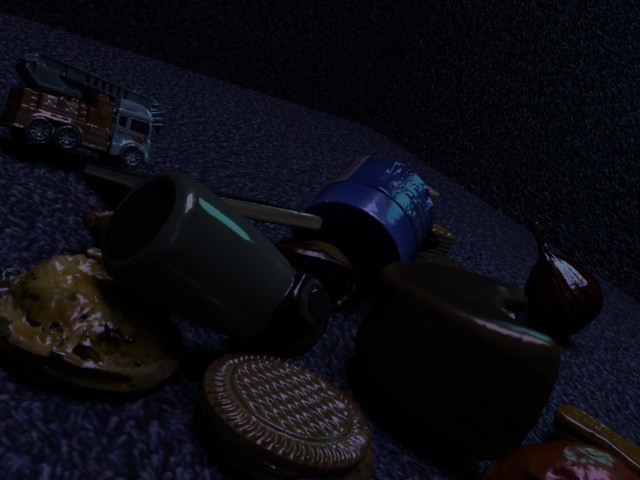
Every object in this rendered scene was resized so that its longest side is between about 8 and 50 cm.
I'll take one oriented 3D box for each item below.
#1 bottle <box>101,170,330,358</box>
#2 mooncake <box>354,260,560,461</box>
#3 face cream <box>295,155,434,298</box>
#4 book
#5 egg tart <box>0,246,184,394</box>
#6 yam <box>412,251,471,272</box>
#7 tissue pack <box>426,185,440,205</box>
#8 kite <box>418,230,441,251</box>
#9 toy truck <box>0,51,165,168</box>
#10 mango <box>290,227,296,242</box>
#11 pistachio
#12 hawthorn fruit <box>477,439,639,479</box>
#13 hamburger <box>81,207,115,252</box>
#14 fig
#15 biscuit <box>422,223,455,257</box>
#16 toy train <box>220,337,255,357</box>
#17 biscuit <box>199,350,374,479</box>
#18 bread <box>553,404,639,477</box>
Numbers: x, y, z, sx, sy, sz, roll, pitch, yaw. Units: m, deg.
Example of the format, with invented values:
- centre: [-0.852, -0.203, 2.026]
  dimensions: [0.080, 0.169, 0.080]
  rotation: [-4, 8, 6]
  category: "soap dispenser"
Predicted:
- centre: [-0.126, 0.053, 1.045]
  dimensions: [0.347, 0.168, 0.168]
  rotation: [38, 7, -40]
  category: "bottle"
- centre: [0.258, 0.195, 1.276]
  dimensions: [0.394, 0.246, 0.393]
  rotation: [11, 18, -42]
  category: "mooncake"
- centre: [0.101, -0.035, 1.601]
  dimensions: [0.249, 0.249, 0.225]
  rotation: [29, 45, 8]
  category: "face cream"
- centre: [-0.244, -0.092, 1.500]
  dimensions: [0.428, 0.039, 0.300]
  rotation: [16, 5, 43]
  category: "book"
- centre: [-0.311, 0.091, 0.991]
  dimensions: [0.291, 0.107, 0.290]
  rotation: [25, 17, -8]
  category: "egg tart"
- centre: [0.257, 0.099, 1.731]
  dimensions: [0.154, 0.153, 0.254]
  rotation: [36, 17, 27]
  category: "yam"
- centre: [0.177, -0.057, 1.909]
  dimensions: [0.125, 0.234, 0.159]
  rotation: [7, 25, -44]
  category: "tissue pack"
- centre: [0.172, 0.001, 1.765]
  dimensions: [0.141, 0.245, 0.015]
  rotation: [47, 49, -8]
  category: "kite"
- centre: [-0.488, -0.266, 1.579]
  dimensions: [0.339, 0.184, 0.133]
  rotation: [13, 1, -39]
  category: "toy truck"
- centre: [0.001, -0.001, 1.760]
  dimensions: [0.163, 0.089, 0.117]
  rotation: [41, 11, 6]
  category: "mango"
- centre: [-0.016, 0.061, 1.476]
  dimensions: [0.165, 0.130, 0.210]
  rotation: [-13, -37, 43]
  category: "pistachio"
- centre: [0.279, 0.374, 0.843]
  dimensions: [0.242, 0.241, 0.271]
  rotation: [26, 28, -1]
  category: "hawthorn fruit"
- centre: [-0.226, 0.020, 1.238]
  dimensions: [0.282, 0.245, 0.155]
  rotation: [-19, -1, -9]
  category: "hamburger"
- centre: [0.632, 0.099, 2.040]
  dimensions: [0.320, 0.217, 0.217]
  rotation: [63, 19, -4]
  category: "fig"
- centre: [0.227, -0.033, 2.152]
  dimensions: [0.379, 0.094, 0.054]
  rotation: [15, 21, -31]
  category: "biscuit"
- centre: [-0.116, 0.176, 1.152]
  dimensions: [0.083, 0.033, 0.053]
  rotation: [20, 23, -22]
  category: "toy train"
- centre: [-0.043, 0.243, 0.986]
  dimensions: [0.259, 0.079, 0.259]
  rotation: [24, 16, -7]
  category: "biscuit"
- centre: [0.527, 0.389, 1.393]
  dimensions: [0.200, 0.077, 0.116]
  rotation: [34, 20, 29]
  category: "bread"
